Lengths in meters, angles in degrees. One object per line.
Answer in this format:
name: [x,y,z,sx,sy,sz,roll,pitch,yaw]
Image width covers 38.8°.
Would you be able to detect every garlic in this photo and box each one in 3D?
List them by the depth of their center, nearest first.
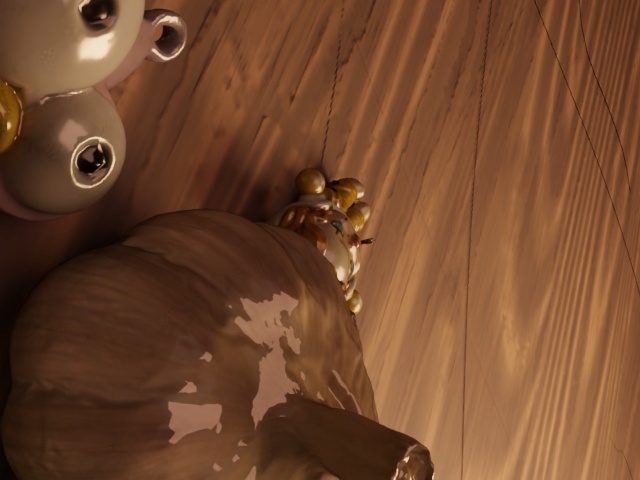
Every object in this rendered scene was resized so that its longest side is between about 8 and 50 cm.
garlic: [-0.027,0.088,0.453,0.219,0.212,0.218,-5,97,-50]

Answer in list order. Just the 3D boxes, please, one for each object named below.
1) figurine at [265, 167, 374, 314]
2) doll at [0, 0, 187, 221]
figurine: [-0.001,-0.005,0.624,0.143,0.068,0.101,-76,147,-41]
doll: [-0.179,-0.048,0.340,0.365,0.094,0.160,-32,129,-47]
